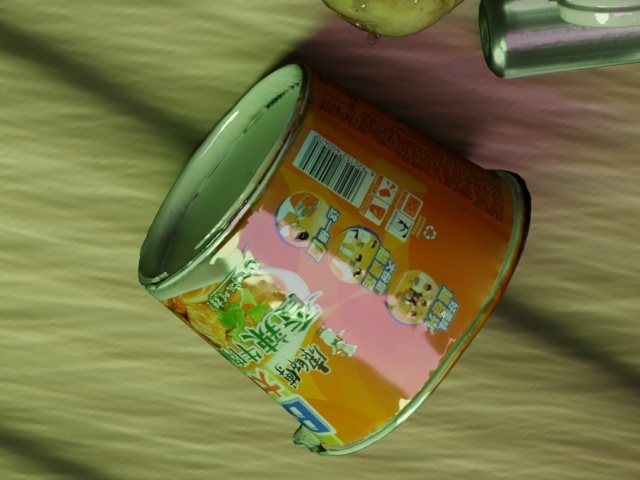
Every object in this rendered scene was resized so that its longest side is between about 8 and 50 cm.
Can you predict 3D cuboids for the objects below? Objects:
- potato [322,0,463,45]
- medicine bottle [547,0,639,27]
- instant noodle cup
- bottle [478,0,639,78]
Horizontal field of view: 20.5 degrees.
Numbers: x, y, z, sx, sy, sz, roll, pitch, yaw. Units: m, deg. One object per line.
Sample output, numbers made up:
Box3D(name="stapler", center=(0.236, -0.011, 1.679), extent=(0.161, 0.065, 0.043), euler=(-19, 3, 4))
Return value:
Box3D(name="potato", center=(0.074, -0.199, 1.451), extent=(0.172, 0.101, 0.089), euler=(3, 127, -13))
Box3D(name="medicine bottle", center=(0.228, -0.279, 1.370), extent=(0.135, 0.135, 0.215), euler=(-5, 110, -4))
Box3D(name="instant noodle cup", center=(0.000, 0.000, 1.472), extent=(0.214, 0.296, 0.296), euler=(37, 112, -18))
Box3D(name="bottle", center=(0.262, -0.194, 1.486), extent=(0.253, 0.079, 0.096), euler=(-6, 125, -2))
